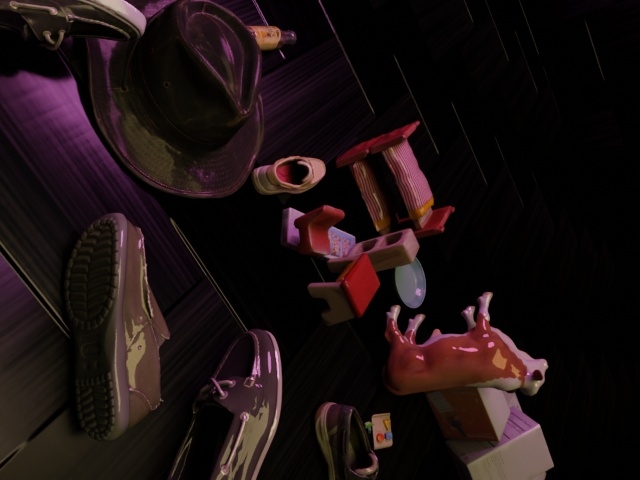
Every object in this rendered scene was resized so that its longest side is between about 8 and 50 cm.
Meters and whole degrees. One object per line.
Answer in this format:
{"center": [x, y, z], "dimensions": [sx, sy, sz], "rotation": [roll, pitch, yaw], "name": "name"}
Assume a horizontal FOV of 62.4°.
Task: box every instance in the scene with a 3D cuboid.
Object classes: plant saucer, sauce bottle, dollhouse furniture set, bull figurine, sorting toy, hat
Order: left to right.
{"center": [-0.157, -0.229, 0.738], "dimensions": [0.331, 0.134, 0.330], "rotation": [18, 66, -46], "name": "hat"}
{"center": [-0.091, -0.351, 0.917], "dimensions": [0.128, 0.042, 0.042], "rotation": [-31, 104, -50], "name": "sauce bottle"}
{"center": [0.098, -0.047, 0.925], "dimensions": [0.201, 0.152, 0.374], "rotation": [63, 33, -16], "name": "dollhouse furniture set"}
{"center": [0.108, 0.353, 0.976], "dimensions": [0.083, 0.012, 0.061], "rotation": [14, 70, -47], "name": "sorting toy"}
{"center": [0.185, 0.086, 1.132], "dimensions": [0.119, 0.021, 0.119], "rotation": [15, 69, -46], "name": "plant saucer"}
{"center": [0.268, 0.209, 1.005], "dimensions": [0.101, 0.311, 0.188], "rotation": [77, 7, -57], "name": "bull figurine"}

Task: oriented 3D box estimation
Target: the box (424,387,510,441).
{"center": [0.304, 0.326, 1.120], "dimensions": [0.091, 0.130, 0.170], "rotation": [-40, 110, -48], "name": "box"}

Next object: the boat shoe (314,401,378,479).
{"center": [0.057, 0.371, 0.865], "dimensions": [0.080, 0.074, 0.223], "rotation": [-26, 100, -49], "name": "boat shoe"}

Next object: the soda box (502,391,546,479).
{"center": [0.442, 0.475, 1.265], "dimensions": [0.091, 0.098, 0.286], "rotation": [-37, 107, -48], "name": "soda box"}

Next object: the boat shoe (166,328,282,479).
{"center": [-0.130, 0.256, 0.650], "dimensions": [0.096, 0.112, 0.334], "rotation": [34, 55, -35], "name": "boat shoe"}

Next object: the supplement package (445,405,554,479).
{"center": [0.379, 0.454, 1.125], "dimensions": [0.180, 0.105, 0.105], "rotation": [-23, 99, -9], "name": "supplement package"}

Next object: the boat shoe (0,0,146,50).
{"center": [-0.312, -0.251, 0.591], "dimensions": [0.220, 0.078, 0.070], "rotation": [7, 83, -25], "name": "boat shoe"}

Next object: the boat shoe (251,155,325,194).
{"center": [-0.039, -0.112, 0.897], "dimensions": [0.170, 0.059, 0.062], "rotation": [-23, 97, -49], "name": "boat shoe"}

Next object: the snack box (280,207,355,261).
{"center": [0.000, 0.000, 0.940], "dimensions": [0.178, 0.022, 0.064], "rotation": [22, 61, -44], "name": "snack box"}

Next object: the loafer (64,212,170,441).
{"center": [-0.230, 0.094, 0.610], "dimensions": [0.087, 0.095, 0.250], "rotation": [9, 78, -60], "name": "loafer"}
